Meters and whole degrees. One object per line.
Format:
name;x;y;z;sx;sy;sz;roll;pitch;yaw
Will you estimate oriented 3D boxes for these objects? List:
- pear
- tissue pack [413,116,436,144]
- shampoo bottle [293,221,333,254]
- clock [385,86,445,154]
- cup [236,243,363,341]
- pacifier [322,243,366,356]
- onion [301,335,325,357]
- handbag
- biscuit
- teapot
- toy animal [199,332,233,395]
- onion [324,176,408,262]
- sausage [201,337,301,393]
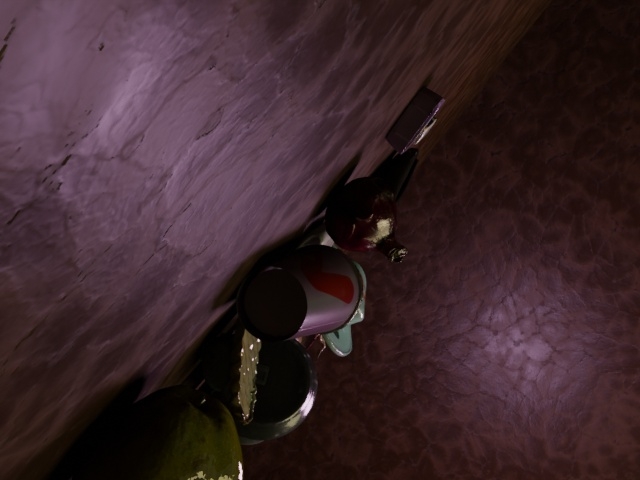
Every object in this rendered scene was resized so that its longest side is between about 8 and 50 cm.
pear;-0.247;0.372;0.989;0.321;0.269;0.269;-66;172;11
tissue pack;0.272;-0.304;1.759;0.083;0.042;0.062;-46;174;-43
shampoo bottle;0.000;0.000;1.507;0.108;0.051;0.221;-54;174;18
clock;0.211;-0.270;1.445;0.152;0.050;0.110;-53;174;27
cup;-0.043;0.106;1.257;0.203;0.203;0.288;-52;168;12
pacifier;-0.021;0.146;1.674;0.269;0.288;0.343;-19;-155;15
onion;-0.066;0.261;2.153;0.200;0.201;0.207;-45;140;-49
handbag;0.181;-0.120;1.884;0.257;0.114;0.285;-54;170;-32
biscuit;-0.147;0.225;1.292;0.187;0.036;0.273;77;20;-73
teapot;-0.179;0.370;1.556;0.301;0.253;0.344;-2;155;-15
toy animal;-0.226;0.280;1.345;0.070;0.079;0.252;-25;156;-46
onion;0.092;-0.032;1.342;0.135;0.198;0.173;-13;147;-43
sausage;-0.239;0.402;1.828;0.500;0.123;0.136;-49;140;-17
